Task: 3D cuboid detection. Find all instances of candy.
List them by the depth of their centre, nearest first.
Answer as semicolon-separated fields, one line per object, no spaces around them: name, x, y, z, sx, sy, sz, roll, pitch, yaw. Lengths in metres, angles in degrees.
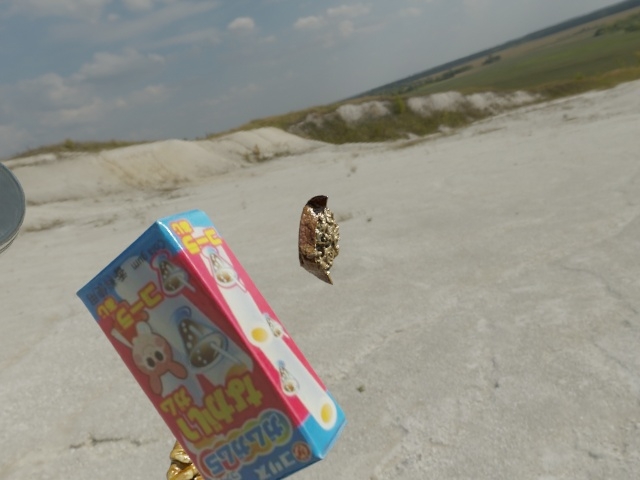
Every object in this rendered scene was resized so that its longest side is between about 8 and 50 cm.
candy;-0.124;0.133;0.603;0.157;0.306;0.100;-36;-2;21

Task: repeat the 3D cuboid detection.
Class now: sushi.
sushi;0.000;0.000;0.747;0.055;0.120;0.052;0;-15;16

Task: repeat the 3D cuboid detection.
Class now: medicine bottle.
medicine bottle;-0.208;-0.014;0.306;0.058;0.058;0.091;-27;7;-35

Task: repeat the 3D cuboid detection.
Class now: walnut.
walnut;-0.278;0.495;1.149;0.069;0.142;0.170;-3;6;8
